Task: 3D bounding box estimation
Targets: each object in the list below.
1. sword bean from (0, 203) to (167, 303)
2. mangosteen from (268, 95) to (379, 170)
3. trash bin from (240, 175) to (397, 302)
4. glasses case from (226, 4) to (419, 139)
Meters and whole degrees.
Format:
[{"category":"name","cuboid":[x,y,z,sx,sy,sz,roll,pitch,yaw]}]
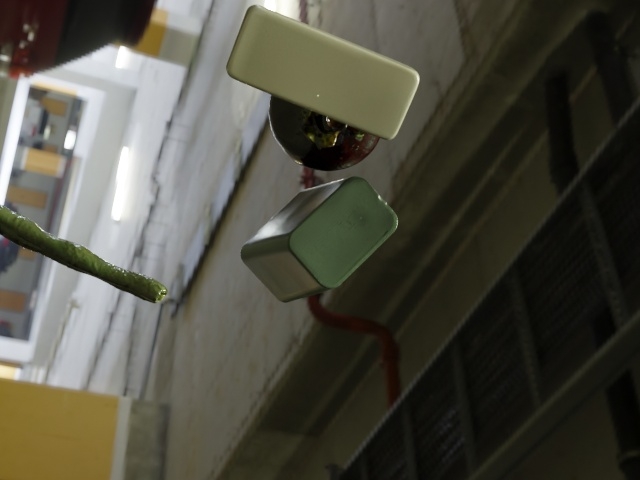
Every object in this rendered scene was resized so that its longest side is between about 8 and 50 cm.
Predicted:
[{"category":"sword bean","cuboid":[-0.336,0.023,1.362,0.043,0.269,0.038,115,-1,-62]},{"category":"mangosteen","cuboid":[0.009,-0.244,1.895,0.289,0.231,0.231,-47,153,-80]},{"category":"trash bin","cuboid":[0.000,0.000,1.949,0.223,0.158,0.343,-44,-170,-16]},{"category":"glasses case","cuboid":[0.004,-0.285,1.671,0.070,0.312,0.131,-101,-147,-74]}]
